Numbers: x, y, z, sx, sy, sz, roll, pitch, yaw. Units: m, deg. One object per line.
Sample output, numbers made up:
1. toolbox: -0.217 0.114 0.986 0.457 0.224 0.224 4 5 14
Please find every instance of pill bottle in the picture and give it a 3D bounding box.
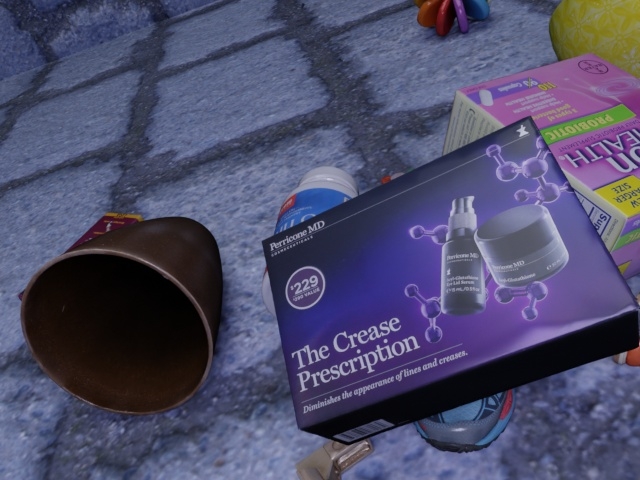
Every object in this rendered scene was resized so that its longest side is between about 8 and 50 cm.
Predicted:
1. pill bottle: 0.000 0.000 0.737 0.124 0.124 0.221 -11 37 14

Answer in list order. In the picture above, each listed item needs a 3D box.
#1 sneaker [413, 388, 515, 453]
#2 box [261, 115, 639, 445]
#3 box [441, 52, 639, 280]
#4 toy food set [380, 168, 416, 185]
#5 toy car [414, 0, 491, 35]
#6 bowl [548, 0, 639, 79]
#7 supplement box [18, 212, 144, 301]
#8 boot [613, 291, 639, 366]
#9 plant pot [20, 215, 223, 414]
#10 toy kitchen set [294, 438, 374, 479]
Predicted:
1. sneaker: 0.139 0.078 0.566 0.104 0.125 0.261 -1 40 25
2. box: 0.096 0.040 0.486 0.261 0.103 0.184 -25 55 16
3. box: 0.296 -0.086 0.629 0.214 0.117 0.243 -19 49 -20
4. toy food set: 0.123 -0.079 0.866 0.083 0.020 0.082 -17 36 5
5. toy car: 0.305 -0.534 1.286 0.182 0.159 0.136 -5 73 20
6. bowl: 0.479 -0.262 0.786 0.290 0.289 0.155 -6 80 20
7. supplement box: -0.326 0.056 0.841 0.081 0.104 0.188 5 43 30
8. boot: 0.345 0.075 0.530 0.158 0.059 0.085 -34 43 -20
9. plant pot: -0.210 0.059 0.720 0.216 0.215 0.230 -12 23 12
10. toy kitchen set: 0.023 0.208 0.502 0.075 0.068 0.083 -31 37 -13
